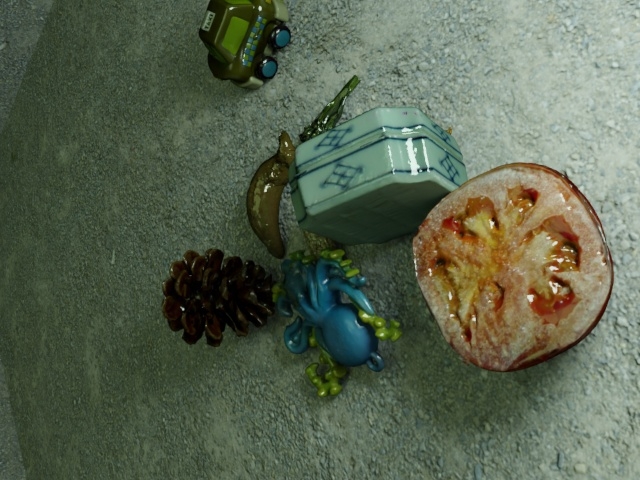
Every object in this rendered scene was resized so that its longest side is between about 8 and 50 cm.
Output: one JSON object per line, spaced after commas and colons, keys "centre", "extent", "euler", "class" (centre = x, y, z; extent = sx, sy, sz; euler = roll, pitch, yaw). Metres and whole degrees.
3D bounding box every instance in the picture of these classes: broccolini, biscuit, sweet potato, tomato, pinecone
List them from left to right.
{"centre": [-0.246, 0.142, 1.612], "extent": [0.309, 0.244, 0.244], "euler": [-3, 83, 32], "class": "pinecone"}
{"centre": [-0.120, -0.117, 1.605], "extent": [0.124, 0.098, 0.310], "euler": [21, 104, 38], "class": "sweet potato"}
{"centre": [0.000, 0.000, 1.477], "extent": [0.070, 0.082, 0.168], "euler": [-19, 68, 5], "class": "biscuit"}
{"centre": [0.016, -0.293, 1.502], "extent": [0.202, 0.068, 0.091], "euler": [-63, 28, 19], "class": "broccolini"}
{"centre": [0.329, 0.046, 1.077], "extent": [0.338, 0.144, 0.338], "euler": [-8, 78, 40], "class": "tomato"}

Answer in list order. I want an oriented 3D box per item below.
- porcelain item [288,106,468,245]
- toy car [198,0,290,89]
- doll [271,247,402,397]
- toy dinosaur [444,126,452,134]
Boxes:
{"centre": [0.105, -0.112, 1.205], "extent": [0.281, 0.286, 0.157], "euler": [-20, 69, 31], "class": "porcelain item"}
{"centre": [-0.216, -0.523, 1.675], "extent": [0.204, 0.198, 0.247], "euler": [42, 116, 40], "class": "toy car"}
{"centre": [0.022, 0.157, 1.402], "extent": [0.341, 0.099, 0.346], "euler": [50, 138, 30], "class": "doll"}
{"centre": [0.212, -0.196, 1.309], "extent": [0.113, 0.026, 0.041], "euler": [-36, 77, 28], "class": "toy dinosaur"}
